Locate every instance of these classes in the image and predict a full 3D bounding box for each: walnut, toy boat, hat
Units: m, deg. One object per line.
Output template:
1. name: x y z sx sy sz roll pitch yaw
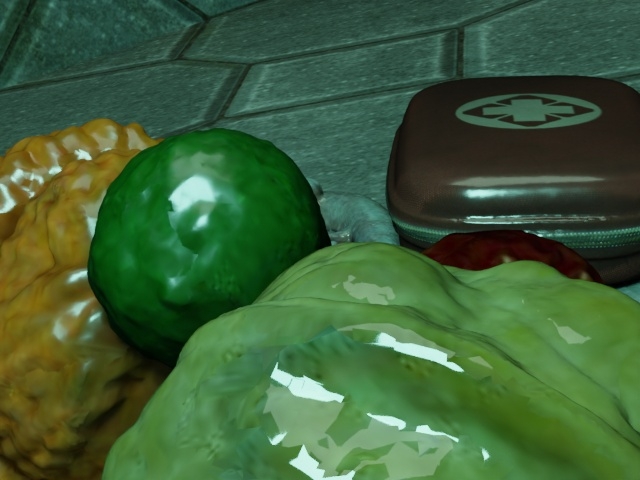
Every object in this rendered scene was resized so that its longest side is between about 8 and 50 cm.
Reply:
1. walnut: 0.049 0.138 0.745 0.277 0.253 0.282 18 21 22
2. toy boat: 0.000 0.000 1.481 0.155 0.085 0.227 -14 18 -3
3. hat: -0.115 0.068 0.999 0.285 0.285 0.400 -20 10 -25

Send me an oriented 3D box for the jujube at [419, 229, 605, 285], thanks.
1. jujube: 0.089 0.083 1.042 0.174 0.174 0.250 5 22 43

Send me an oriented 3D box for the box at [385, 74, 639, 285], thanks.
1. box: 0.193 -0.067 1.488 0.263 0.108 0.404 -1 19 5
